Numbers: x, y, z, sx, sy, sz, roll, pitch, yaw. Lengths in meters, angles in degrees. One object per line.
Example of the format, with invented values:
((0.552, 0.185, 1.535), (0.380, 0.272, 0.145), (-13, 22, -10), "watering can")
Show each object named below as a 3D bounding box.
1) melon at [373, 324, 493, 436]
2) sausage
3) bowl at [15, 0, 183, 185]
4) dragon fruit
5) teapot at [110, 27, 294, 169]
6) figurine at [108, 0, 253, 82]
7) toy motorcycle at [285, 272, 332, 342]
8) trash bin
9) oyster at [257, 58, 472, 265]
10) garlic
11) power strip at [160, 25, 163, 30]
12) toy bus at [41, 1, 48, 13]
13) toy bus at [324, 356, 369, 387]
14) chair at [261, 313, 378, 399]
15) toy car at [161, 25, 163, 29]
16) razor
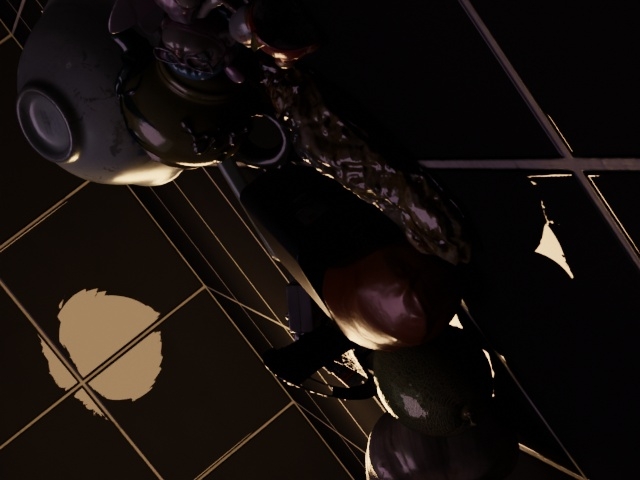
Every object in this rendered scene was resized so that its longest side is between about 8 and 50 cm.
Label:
((0.142, 0.172, 1.470), (0.192, 0.139, 0.139), (43, 167, 52), "melon")
((0.084, 0.064, 1.378), (0.133, 0.133, 0.258), (52, 162, -5), "sausage")
((-0.334, -0.189, 1.653), (0.313, 0.146, 0.313), (21, 130, 28), "bowl")
((-0.043, -0.209, 1.194), (0.083, 0.060, 0.056), (49, 166, 4), "dragon fruit")
((-0.148, -0.187, 1.497), (0.270, 0.173, 0.182), (28, 135, 1), "teapot")
((-0.128, -0.271, 1.300), (0.205, 0.102, 0.260), (10, 153, 14), "figurine")
((-0.014, 0.080, 1.855), (0.152, 0.073, 0.225), (-52, -43, -66), "toy motorcycle")
((0.000, 0.000, 1.588), (0.165, 0.115, 0.225), (57, 171, -33), "trash bin")
((0.035, -0.086, 1.274), (0.345, 0.078, 0.128), (43, 175, 25), "oyster")
((0.153, 0.246, 1.616), (0.218, 0.219, 0.212), (76, -177, -65), "garlic")
((-0.245, -0.337, 1.649), (0.279, 0.037, 0.109), (47, 169, 19), "power strip")
((-0.284, -0.266, 1.783), (0.317, 0.138, 0.112), (48, 168, 5), "toy bus")
((0.022, 0.223, 2.337), (0.077, 0.065, 0.192), (46, 175, -40), "toy bus")
((0.033, 0.166, 1.725), (0.174, 0.213, 0.149), (35, 156, 55), "chair")
((-0.202, -0.328, 1.456), (0.095, 0.056, 0.205), (49, 167, 5), "toy car")
((-0.101, -0.045, 1.971), (0.278, 0.056, 0.111), (52, 170, -6), "razor")
